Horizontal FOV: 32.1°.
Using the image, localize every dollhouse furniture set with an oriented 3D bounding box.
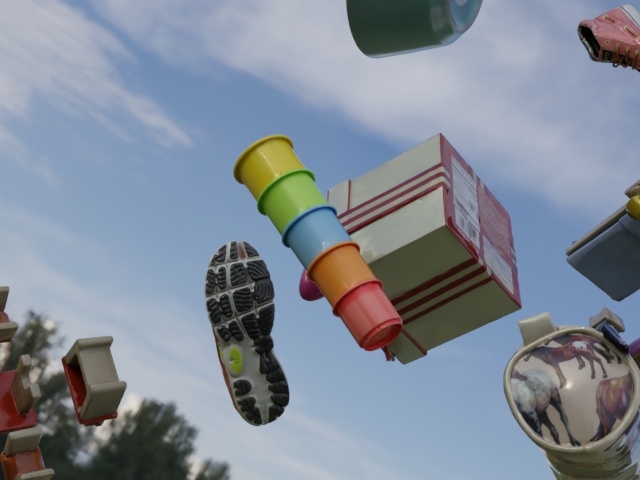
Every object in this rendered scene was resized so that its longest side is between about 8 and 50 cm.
[{"bbox_3d":[0.494,0.102,1.707,0.303,0.198,0.286,37,-56,-18],"label":"dollhouse furniture set"},{"bbox_3d":[-0.392,0.204,1.423,0.259,0.262,0.135,-5,-30,-32],"label":"dollhouse furniture set"}]

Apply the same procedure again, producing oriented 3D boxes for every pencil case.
[{"bbox_3d":[0.353,0.242,1.448,0.160,0.183,0.410,-15,-30,14],"label":"pencil case"}]

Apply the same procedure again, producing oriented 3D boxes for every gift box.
[{"bbox_3d":[0.137,0.027,1.731,0.258,0.276,0.255,-27,-59,27],"label":"gift box"}]

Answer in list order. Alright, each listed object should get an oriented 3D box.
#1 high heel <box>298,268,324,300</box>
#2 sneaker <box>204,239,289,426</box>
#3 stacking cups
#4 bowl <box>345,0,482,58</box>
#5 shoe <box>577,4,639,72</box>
[{"bbox_3d":[0.070,0.030,1.902,0.117,0.244,0.082,3,-61,45],"label":"high heel"},{"bbox_3d":[-0.125,0.140,1.665,0.107,0.279,0.118,-8,-1,-20],"label":"sneaker"},{"bbox_3d":[0.000,0.000,1.442,0.316,0.096,0.096,55,-5,29],"label":"stacking cups"},{"bbox_3d":[0.186,-0.461,1.949,0.163,0.311,0.311,16,-22,27],"label":"bowl"},{"bbox_3d":[0.424,-0.254,1.523,0.063,0.081,0.178,79,-11,-49],"label":"shoe"}]
